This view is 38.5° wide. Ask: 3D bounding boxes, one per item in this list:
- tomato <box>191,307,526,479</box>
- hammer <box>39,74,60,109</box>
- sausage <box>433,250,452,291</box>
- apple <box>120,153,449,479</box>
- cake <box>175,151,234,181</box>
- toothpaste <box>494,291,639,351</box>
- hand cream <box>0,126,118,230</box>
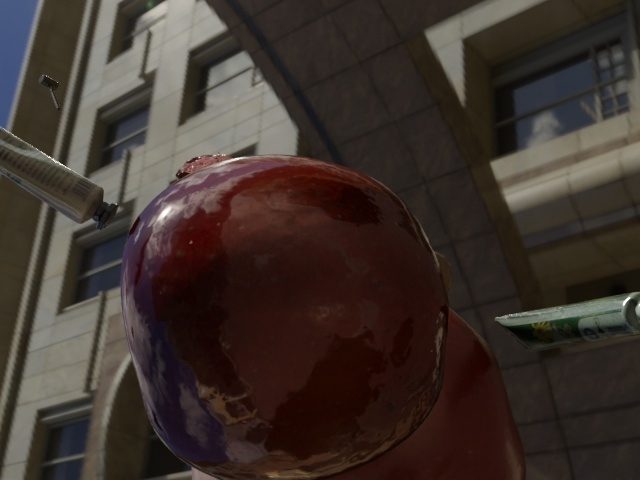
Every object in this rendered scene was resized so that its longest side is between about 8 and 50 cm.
[{"bbox_3d":[0.030,0.206,0.877,0.321,0.321,0.321,27,-126,-44],"label":"tomato"},{"bbox_3d":[-0.527,-0.289,1.814,0.035,0.019,0.110,26,-158,-44],"label":"hammer"},{"bbox_3d":[-0.001,0.002,0.981,0.301,0.066,0.065,17,-127,-6],"label":"sausage"},{"bbox_3d":[-0.028,0.052,0.612,0.201,0.218,0.218,-9,-101,-14],"label":"apple"},{"bbox_3d":[-0.133,-0.094,1.613,0.116,0.220,0.086,-63,-22,-54],"label":"cake"},{"bbox_3d":[0.214,0.068,0.756,0.049,0.204,0.031,40,-113,-10],"label":"toothpaste"},{"bbox_3d":[-0.344,-0.089,1.065,0.234,0.050,0.080,33,-150,-4],"label":"hand cream"}]
